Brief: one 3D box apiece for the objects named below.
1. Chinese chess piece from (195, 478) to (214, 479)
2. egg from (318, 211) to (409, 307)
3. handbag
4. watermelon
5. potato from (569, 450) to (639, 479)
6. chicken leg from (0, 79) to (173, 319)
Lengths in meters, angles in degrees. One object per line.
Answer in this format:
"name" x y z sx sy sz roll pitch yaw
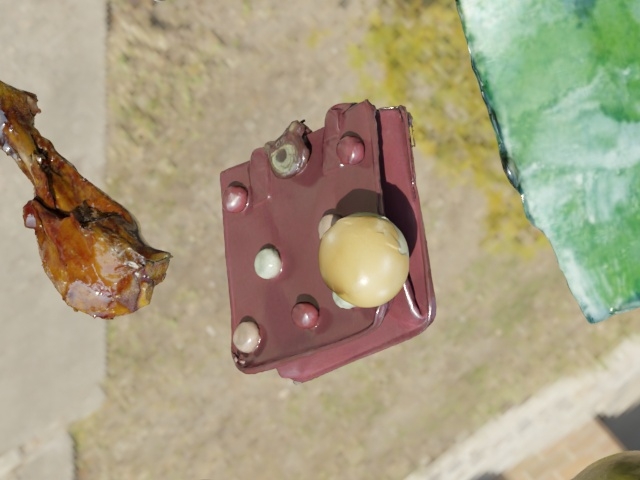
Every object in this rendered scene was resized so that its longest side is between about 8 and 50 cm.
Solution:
"Chinese chess piece" -0.107 0.285 1.463 0.051 0.122 0.122 -5 144 -9
"egg" 0.035 0.017 1.208 0.071 0.083 0.071 -6 124 -9
"handbag" -0.002 0.000 1.340 0.074 0.216 0.203 9 157 -43
"watermelon" 0.163 -0.128 0.806 0.151 0.264 0.302 -17 -170 15
"potato" 0.282 0.245 1.406 0.272 0.160 0.111 47 54 -76
"chicken leg" -0.260 -0.047 1.552 0.113 0.304 0.093 -24 158 -31
